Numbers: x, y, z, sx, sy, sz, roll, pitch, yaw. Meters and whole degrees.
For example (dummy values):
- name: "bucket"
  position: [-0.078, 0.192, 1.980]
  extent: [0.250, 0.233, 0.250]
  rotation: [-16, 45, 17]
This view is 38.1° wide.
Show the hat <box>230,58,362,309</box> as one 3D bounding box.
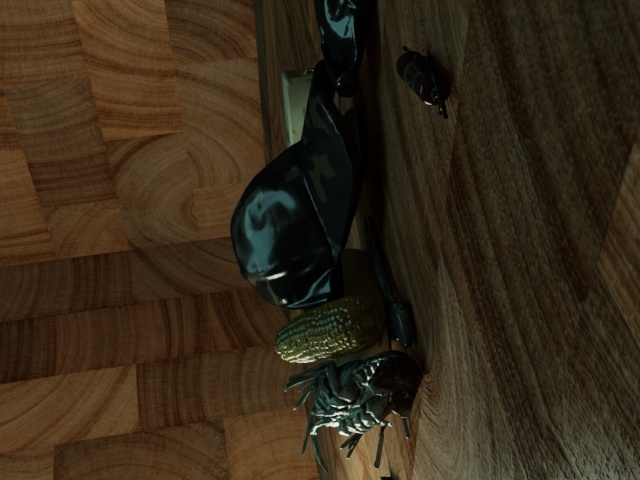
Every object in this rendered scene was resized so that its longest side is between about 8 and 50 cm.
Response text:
- name: "hat"
  position: [-0.055, -0.103, 1.573]
  extent: [0.382, 0.257, 0.366]
  rotation: [74, -178, -46]

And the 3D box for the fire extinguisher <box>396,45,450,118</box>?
- name: "fire extinguisher"
  position: [0.119, -0.180, 1.037]
  extent: [0.132, 0.039, 0.056]
  rotation: [-111, 6, -63]

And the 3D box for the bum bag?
- name: "bum bag"
  position: [0.035, -0.375, 1.375]
  extent: [0.142, 0.079, 0.326]
  rotation: [-133, 38, -66]

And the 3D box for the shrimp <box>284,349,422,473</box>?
- name: "shrimp"
  position: [0.061, 0.260, 1.502]
  extent: [0.410, 0.221, 0.166]
  rotation: [-49, 10, 53]

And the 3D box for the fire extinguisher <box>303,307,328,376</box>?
- name: "fire extinguisher"
  position: [0.038, 0.184, 1.930]
  extent: [0.337, 0.106, 0.147]
  rotation: [-108, 34, -52]

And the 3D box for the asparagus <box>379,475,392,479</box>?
- name: "asparagus"
  position: [0.130, 0.466, 1.765]
  extent: [0.108, 0.021, 0.025]
  rotation: [166, 100, -84]

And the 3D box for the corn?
- name: "corn"
  position: [0.008, 0.153, 1.523]
  extent: [0.260, 0.091, 0.091]
  rotation: [-27, 75, 54]

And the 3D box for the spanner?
- name: "spanner"
  position: [0.104, 0.061, 1.497]
  extent: [0.325, 0.026, 0.093]
  rotation: [-105, 10, -52]

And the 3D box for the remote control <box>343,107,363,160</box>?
- name: "remote control"
  position: [0.040, -0.136, 1.701]
  extent: [0.293, 0.051, 0.103]
  rotation: [108, 158, -71]

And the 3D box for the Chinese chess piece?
- name: "Chinese chess piece"
  position: [0.055, 0.140, 1.691]
  extent: [0.251, 0.097, 0.251]
  rotation: [173, 90, -84]

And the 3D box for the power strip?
- name: "power strip"
  position: [-0.011, -0.174, 1.847]
  extent: [0.043, 0.106, 0.367]
  rotation: [-112, 16, -58]
